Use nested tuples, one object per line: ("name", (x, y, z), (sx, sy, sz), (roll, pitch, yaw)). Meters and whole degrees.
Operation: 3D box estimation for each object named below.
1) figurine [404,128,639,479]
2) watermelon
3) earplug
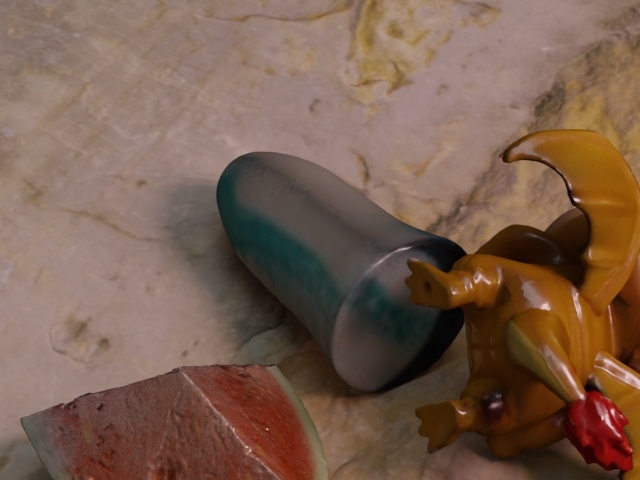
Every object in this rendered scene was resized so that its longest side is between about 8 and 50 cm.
("figurine", (0.287, 0.112, 1.887), (0.387, 0.268, 0.401), (-6, 73, -36))
("watermelon", (-0.111, 0.208, 1.803), (0.256, 0.176, 0.260), (-28, 72, -22))
("earplug", (0.000, 0.000, 2.051), (0.185, 0.185, 0.324), (-21, 42, -26))
